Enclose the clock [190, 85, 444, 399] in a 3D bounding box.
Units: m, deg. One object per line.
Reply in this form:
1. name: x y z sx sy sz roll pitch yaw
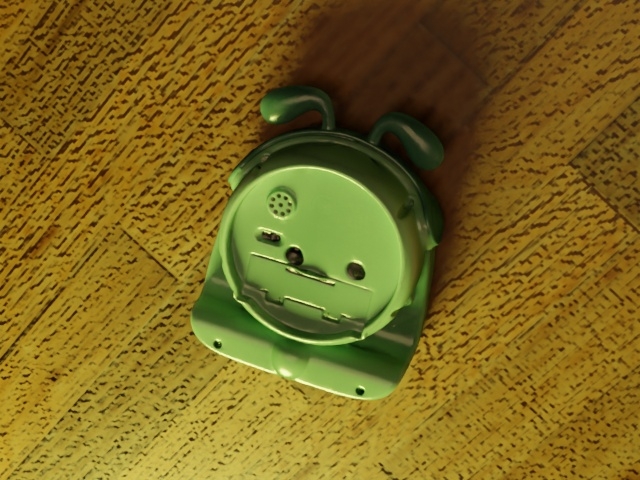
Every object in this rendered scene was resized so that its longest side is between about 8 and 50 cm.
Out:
1. clock: 0.000 -0.001 0.750 0.148 0.060 0.188 15 113 11
